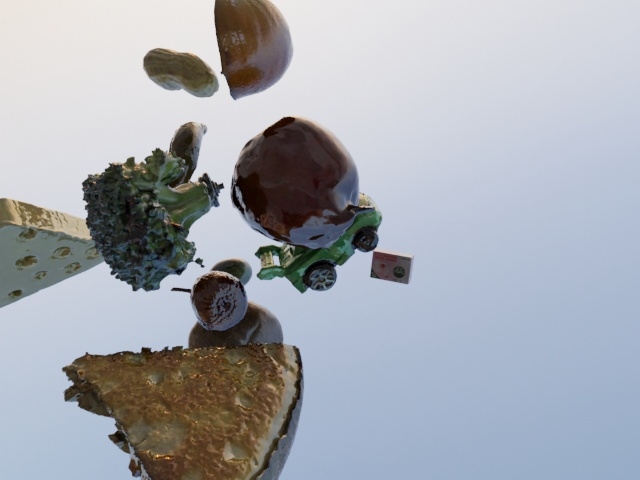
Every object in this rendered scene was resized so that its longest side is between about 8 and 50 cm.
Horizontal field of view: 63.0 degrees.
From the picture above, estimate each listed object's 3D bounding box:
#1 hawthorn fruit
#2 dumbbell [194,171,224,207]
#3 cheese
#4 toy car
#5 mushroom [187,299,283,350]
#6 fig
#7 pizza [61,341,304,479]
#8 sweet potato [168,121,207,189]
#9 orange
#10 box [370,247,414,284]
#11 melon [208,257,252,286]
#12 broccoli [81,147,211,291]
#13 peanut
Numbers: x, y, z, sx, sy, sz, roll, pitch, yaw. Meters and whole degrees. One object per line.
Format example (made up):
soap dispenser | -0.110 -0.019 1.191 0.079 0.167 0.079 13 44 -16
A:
hawthorn fruit | -0.050 -0.126 1.246 0.308 0.308 0.325 -34 -101 0
dumbbell | -0.402 -0.117 1.529 0.254 0.110 0.110 -22 -133 -6
cheese | -0.765 0.027 1.440 0.383 0.384 0.104 -33 -112 1
toy car | 0.000 0.000 1.454 0.358 0.176 0.213 -42 -155 14
mushroom | -0.237 0.301 1.487 0.278 0.278 0.146 -61 -163 -23
fig | -0.276 0.144 1.283 0.133 0.146 0.201 -15 -170 -42
pizza | -0.241 0.291 0.904 0.405 0.130 0.440 20 -150 7
sweet potato | -0.393 -0.252 1.508 0.124 0.098 0.310 -42 -152 57
orange | -0.192 -0.499 1.329 0.274 0.275 0.310 9 -154 33
box | 0.218 0.078 1.596 0.125 0.089 0.043 9 -165 20
melon | -0.304 0.116 1.730 0.167 0.114 0.114 -19 -132 24
broccoli | -0.384 -0.048 1.208 0.280 0.294 0.347 -28 -166 -27
peanut | -0.489 -0.589 1.832 0.305 0.147 0.147 16 -117 20
